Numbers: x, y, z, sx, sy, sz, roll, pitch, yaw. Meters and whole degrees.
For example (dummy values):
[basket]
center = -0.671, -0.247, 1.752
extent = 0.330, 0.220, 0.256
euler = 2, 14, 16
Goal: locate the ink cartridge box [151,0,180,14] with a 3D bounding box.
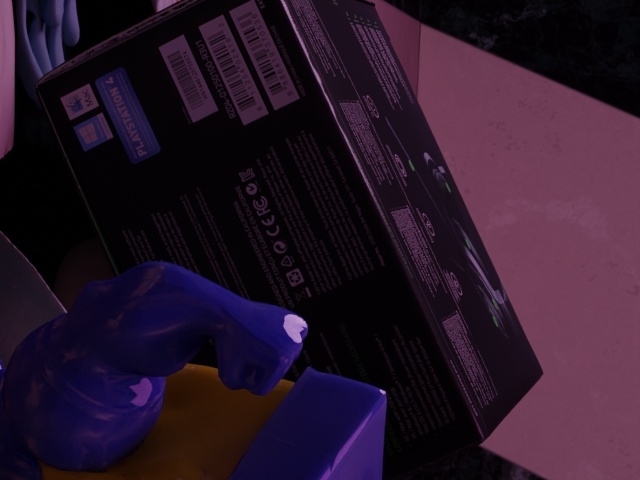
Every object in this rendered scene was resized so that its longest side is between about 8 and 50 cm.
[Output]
[ink cartridge box]
center = -0.095, -0.253, 1.140
extent = 0.308, 0.091, 0.385
euler = -72, 178, -65

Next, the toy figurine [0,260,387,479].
[toy figurine]
center = -0.064, 0.122, 0.567
extent = 0.191, 0.217, 0.362
euler = -60, 157, -48

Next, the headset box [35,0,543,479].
[headset box]
center = 0.000, 0.000, 1.005
extent = 0.246, 0.131, 0.283
euler = 65, 13, 2

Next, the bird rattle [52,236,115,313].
[bird rattle]
center = -0.107, 0.098, 0.974
extent = 0.253, 0.143, 0.207
euler = 44, 34, -61

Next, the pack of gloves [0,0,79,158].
[pack of gloves]
center = -0.146, -0.160, 0.863
extent = 0.195, 0.046, 0.232
euler = -68, 166, -72

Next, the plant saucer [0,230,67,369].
[plant saucer]
center = -0.120, 0.083, 0.751
extent = 0.195, 0.037, 0.195
euler = 46, -30, 36
